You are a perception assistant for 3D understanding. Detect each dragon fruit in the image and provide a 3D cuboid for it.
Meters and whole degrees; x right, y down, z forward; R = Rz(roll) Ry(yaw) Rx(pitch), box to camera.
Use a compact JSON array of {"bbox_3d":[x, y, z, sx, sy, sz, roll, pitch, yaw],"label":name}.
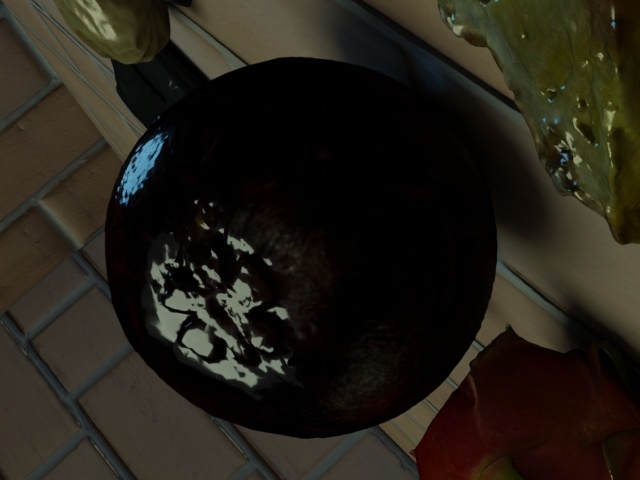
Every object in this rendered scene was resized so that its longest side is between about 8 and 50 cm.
[{"bbox_3d":[0.195,0.189,0.888,0.227,0.224,0.224,44,170,13],"label":"dragon fruit"}]

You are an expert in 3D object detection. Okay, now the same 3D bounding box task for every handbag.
[{"bbox_3d":[-0.216,-0.201,1.526,0.247,0.080,0.223,45,170,15],"label":"handbag"}]

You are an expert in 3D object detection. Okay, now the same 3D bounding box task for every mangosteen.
[{"bbox_3d":[-0.008,-0.003,0.839,0.297,0.293,0.297,21,135,23],"label":"mangosteen"}]

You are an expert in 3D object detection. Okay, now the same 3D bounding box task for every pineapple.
[{"bbox_3d":[0.092,-0.119,0.376,0.236,0.114,0.186,53,170,-9],"label":"pineapple"}]

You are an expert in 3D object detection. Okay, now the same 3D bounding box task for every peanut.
[{"bbox_3d":[-0.241,-0.285,1.215,0.196,0.110,0.233,60,168,-16],"label":"peanut"}]

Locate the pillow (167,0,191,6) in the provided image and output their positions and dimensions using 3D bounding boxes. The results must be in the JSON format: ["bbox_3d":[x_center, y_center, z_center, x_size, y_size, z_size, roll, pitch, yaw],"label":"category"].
[{"bbox_3d":[-0.168,-0.288,0.881,0.186,0.106,0.250,49,175,0],"label":"pillow"}]
